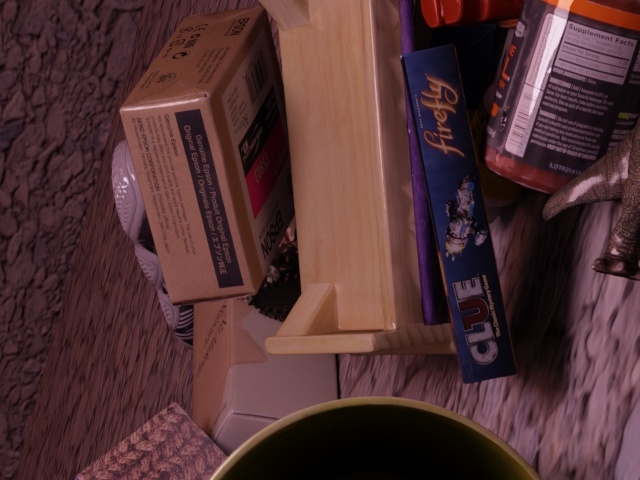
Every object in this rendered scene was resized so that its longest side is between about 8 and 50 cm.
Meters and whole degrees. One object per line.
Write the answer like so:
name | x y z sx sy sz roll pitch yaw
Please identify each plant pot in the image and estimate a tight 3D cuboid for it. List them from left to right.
plant pot | 0.036 0.245 1.377 0.293 0.274 0.275 95 -174 -88

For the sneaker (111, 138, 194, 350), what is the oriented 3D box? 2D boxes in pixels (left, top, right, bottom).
sneaker | -0.097 0.004 2.228 0.366 0.210 0.137 67 -163 -48

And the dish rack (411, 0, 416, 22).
dish rack | 0.037 -0.316 1.891 0.271 0.074 0.208 5 101 56

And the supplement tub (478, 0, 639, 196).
supplement tub | 0.189 -0.134 1.347 0.106 0.106 0.198 -122 47 -69

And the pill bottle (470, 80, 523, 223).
pill bottle | 0.144 -0.068 1.530 0.065 0.065 0.116 -95 22 -47

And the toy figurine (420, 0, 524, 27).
toy figurine | 0.138 -0.286 1.471 0.209 0.148 0.213 53 138 34

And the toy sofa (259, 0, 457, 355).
toy sofa | 0.048 -0.080 1.625 0.150 0.177 0.363 -6 88 50

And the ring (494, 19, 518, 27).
ring | 0.193 -0.351 1.632 0.336 0.032 0.337 -168 90 -74

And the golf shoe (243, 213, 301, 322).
golf shoe | 0.000 0.000 1.857 0.273 0.105 0.120 -36 24 54

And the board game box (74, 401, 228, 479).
board game box | -0.158 0.349 1.926 0.141 0.232 0.291 -36 -14 -37

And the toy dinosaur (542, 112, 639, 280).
toy dinosaur | 0.241 -0.055 1.141 0.313 0.121 0.160 136 155 -72

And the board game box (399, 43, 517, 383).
board game box | 0.104 -0.024 1.427 0.165 0.042 0.243 -47 -53 -85

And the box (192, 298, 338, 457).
box | -0.062 0.115 2.021 0.311 0.121 0.148 -93 22 -45

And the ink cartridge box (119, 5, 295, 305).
ink cartridge box | -0.091 -0.082 1.696 0.235 0.088 0.193 -69 -32 -61

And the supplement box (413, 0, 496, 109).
supplement box | 0.117 -0.171 1.692 0.083 0.056 0.083 -110 24 -62
